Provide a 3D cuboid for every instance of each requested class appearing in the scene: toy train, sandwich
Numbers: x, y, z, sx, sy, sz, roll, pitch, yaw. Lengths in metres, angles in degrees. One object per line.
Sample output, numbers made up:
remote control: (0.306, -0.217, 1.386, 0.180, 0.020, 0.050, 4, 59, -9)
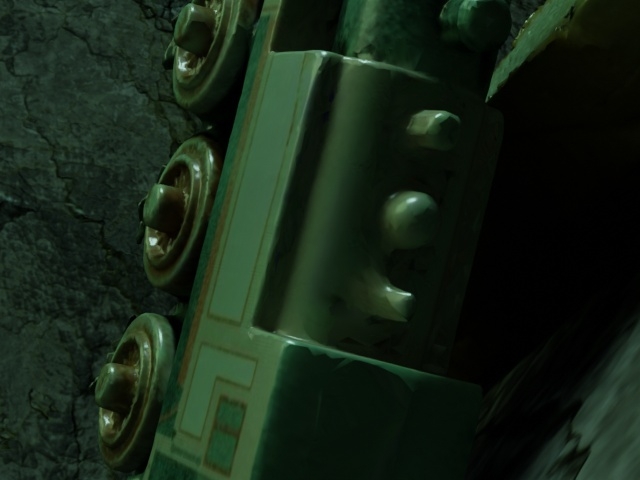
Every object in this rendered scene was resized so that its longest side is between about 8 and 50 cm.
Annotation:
toy train: (0.000, 0.000, 0.433, 0.125, 0.081, 0.194, 8, 83, 63)
sandwich: (0.099, -0.060, 0.512, 0.186, 0.065, 0.214, -52, 0, -31)
